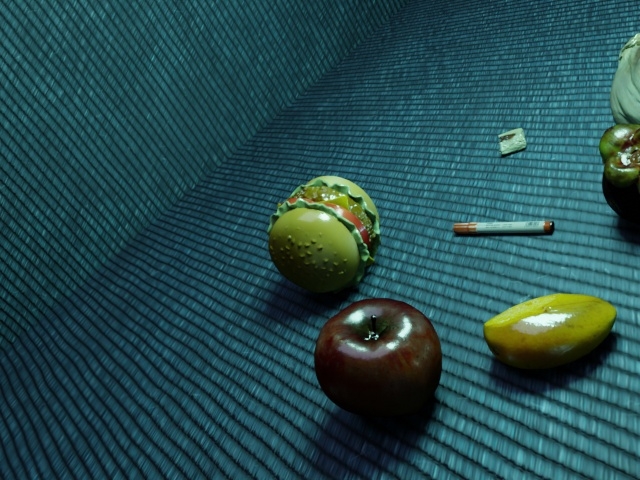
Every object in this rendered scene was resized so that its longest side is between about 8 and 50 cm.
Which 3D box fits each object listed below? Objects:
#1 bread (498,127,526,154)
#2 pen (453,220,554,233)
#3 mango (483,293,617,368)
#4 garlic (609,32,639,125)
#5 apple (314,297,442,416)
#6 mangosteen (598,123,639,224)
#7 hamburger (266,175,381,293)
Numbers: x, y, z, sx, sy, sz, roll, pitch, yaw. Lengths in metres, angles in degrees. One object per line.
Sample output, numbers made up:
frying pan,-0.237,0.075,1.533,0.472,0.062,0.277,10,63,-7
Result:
bread,0.503,-0.261,1.644,0.070,0.035,0.083,-15,31,27
pen,0.403,-0.029,1.398,0.239,0.028,0.028,0,43,44
mango,0.392,0.153,1.068,0.217,0.102,0.141,-20,8,17
garlic,0.750,-0.339,1.282,0.322,0.241,0.322,-51,7,9
apple,0.109,0.214,1.126,0.234,0.234,0.234,-25,30,15
mangosteen,0.619,-0.121,1.151,0.210,0.209,0.209,-25,30,15
hamburger,0.000,0.000,1.507,0.275,0.274,0.212,-9,30,36
